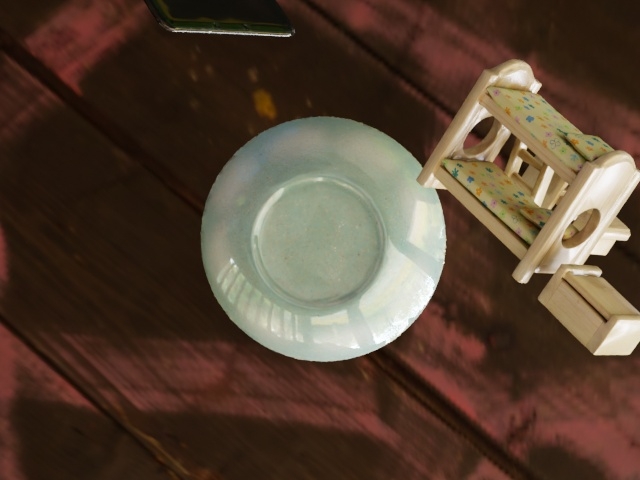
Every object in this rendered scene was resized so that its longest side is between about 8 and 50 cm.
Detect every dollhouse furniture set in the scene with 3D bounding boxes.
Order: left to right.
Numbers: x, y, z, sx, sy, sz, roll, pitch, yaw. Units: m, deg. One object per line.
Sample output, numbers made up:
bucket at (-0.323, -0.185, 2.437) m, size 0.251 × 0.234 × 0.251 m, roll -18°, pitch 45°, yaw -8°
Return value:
dollhouse furniture set at (0.191, -0.022, 1.227) m, size 0.182 × 0.161 × 0.101 m, roll 46°, pitch -63°, yaw 32°

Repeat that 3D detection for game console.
game console at (-0.099, -0.167, 1.320) m, size 0.107 × 0.122 × 0.071 m, roll -13°, pitch -98°, yaw 46°

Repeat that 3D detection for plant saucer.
plant saucer at (0.000, 0.000, 1.454) m, size 0.195 × 0.037 × 0.194 m, roll 0°, pitch -87°, yaw 5°
